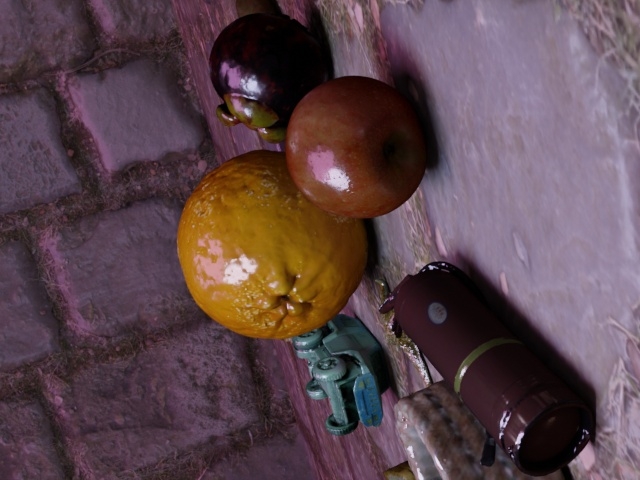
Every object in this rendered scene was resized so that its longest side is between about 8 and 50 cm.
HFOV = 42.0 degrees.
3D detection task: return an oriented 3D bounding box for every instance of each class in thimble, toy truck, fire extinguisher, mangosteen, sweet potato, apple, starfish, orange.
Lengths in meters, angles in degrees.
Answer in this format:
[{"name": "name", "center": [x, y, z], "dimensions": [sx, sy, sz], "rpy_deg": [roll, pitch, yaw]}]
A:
[{"name": "thimble", "center": [0.193, 0.279, 1.021], "dimensions": [0.196, 0.148, 0.229], "rpy_deg": [116, 133, -74]}, {"name": "toy truck", "center": [0.046, 0.260, 1.683], "dimensions": [0.279, 0.156, 0.154], "rpy_deg": [-134, 28, -65]}, {"name": "fire extinguisher", "center": [0.167, 0.133, 0.968], "dimensions": [0.141, 0.105, 0.341], "rpy_deg": [-58, 33, 12]}, {"name": "mangosteen", "center": [-0.087, -0.267, 1.351], "dimensions": [0.210, 0.210, 0.209], "rpy_deg": [162, 90, -79]}, {"name": "sweet potato", "center": [-0.090, -0.374, 1.560], "dimensions": [0.075, 0.075, 0.273], "rpy_deg": [94, 152, -63]}, {"name": "apple", "center": [0.046, -0.118, 1.045], "dimensions": [0.168, 0.181, 0.180], "rpy_deg": [4, 113, 54]}, {"name": "starfish", "center": [0.136, 0.154, 1.390], "dimensions": [0.216, 0.050, 0.223], "rpy_deg": [59, 171, 20]}, {"name": "orange", "center": [-0.081, 0.019, 1.445], "dimensions": [0.293, 0.341, 0.340], "rpy_deg": [-102, 2, -49]}]

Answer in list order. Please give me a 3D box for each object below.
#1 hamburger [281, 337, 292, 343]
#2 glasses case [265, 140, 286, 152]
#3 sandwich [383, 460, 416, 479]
[{"name": "hamburger", "center": [-0.054, 0.120, 1.982], "dimensions": [0.245, 0.156, 0.282], "rpy_deg": [-133, 31, -81]}, {"name": "glasses case", "center": [-0.062, -0.189, 1.688], "dimensions": [0.128, 0.083, 0.308], "rpy_deg": [130, 122, -70]}, {"name": "sandwich", "center": [0.202, 0.533, 1.601], "dimensions": [0.186, 0.065, 0.214], "rpy_deg": [121, 129, -76]}]
